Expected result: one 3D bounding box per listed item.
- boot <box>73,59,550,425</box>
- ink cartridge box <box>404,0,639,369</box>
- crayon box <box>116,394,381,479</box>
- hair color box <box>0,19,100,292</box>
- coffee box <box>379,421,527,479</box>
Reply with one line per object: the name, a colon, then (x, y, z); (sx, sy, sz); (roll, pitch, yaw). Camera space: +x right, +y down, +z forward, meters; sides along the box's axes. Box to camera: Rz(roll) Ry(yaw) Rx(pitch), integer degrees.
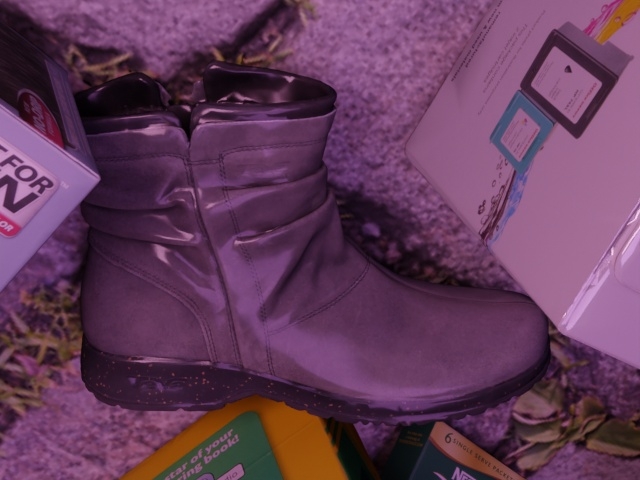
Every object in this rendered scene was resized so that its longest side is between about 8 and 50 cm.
boot: (0.000, 0.000, 0.903); (0.338, 0.118, 0.223); (-1, 115, -9)
ink cartridge box: (0.219, -0.049, 0.873); (0.198, 0.270, 0.197); (24, 106, -26)
crayon box: (-0.103, 0.282, 0.913); (0.363, 0.313, 0.106); (-37, 117, 3)
hair color box: (-0.299, 0.036, 0.805); (0.113, 0.185, 0.374); (37, 100, -28)
coffee box: (0.079, 0.239, 1.058); (0.113, 0.040, 0.184); (38, 70, -27)
